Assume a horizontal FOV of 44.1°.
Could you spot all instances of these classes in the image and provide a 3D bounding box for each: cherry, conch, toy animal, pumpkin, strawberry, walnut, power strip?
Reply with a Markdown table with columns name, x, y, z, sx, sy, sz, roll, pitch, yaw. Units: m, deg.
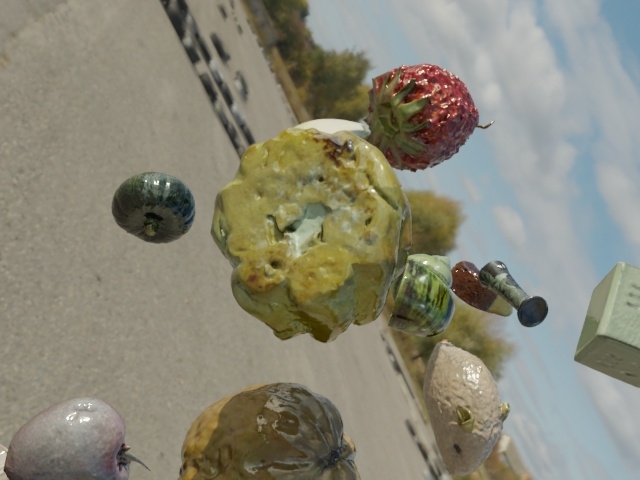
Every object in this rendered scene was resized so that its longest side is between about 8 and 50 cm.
| name | x | y | z | sx | sy | sz | roll | pitch | yaw |
| --- | --- | --- | --- | --- | --- | --- | --- | --- | --- |
| cherry | -0.457 | 0.400 | 1.488 | 0.183 | 0.266 | 0.213 | -139 | -134 | -67 |
| conch | 0.193 | 0.096 | 1.490 | 0.187 | 0.124 | 0.181 | 87 | 8 | -56 |
| toy animal | 0.378 | 0.420 | 2.078 | 0.226 | 0.188 | 0.358 | -51 | -133 | 51 |
| pumpkin | -0.424 | -0.079 | 2.014 | 0.152 | 0.212 | 0.211 | -81 | 151 | -51 |
| strawberry | 0.284 | -0.309 | 1.975 | 0.292 | 0.343 | 0.292 | 19 | -67 | 51 |
| walnut | -0.103 | 0.413 | 1.407 | 0.306 | 0.344 | 0.306 | 24 | 54 | -39 |
| power strip | 0.569 | 0.129 | 1.431 | 0.139 | 0.140 | 0.224 | 97 | 16 | -62 |

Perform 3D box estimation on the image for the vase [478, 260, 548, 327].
| name | x | y | z | sx | sy | sz | roll | pitch | yaw |
| --- | --- | --- | --- | --- | --- | --- | --- | --- | --- |
| vase | 0.339 | 0.092 | 1.398 | 0.059 | 0.059 | 0.167 | 63 | -2 | -25 |

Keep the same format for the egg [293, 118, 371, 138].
| name | x | y | z | sx | sy | sz | roll | pitch | yaw |
| --- | --- | --- | --- | --- | --- | --- | --- | --- | --- |
| egg | -0.016 | -0.143 | 1.613 | 0.162 | 0.206 | 0.271 | 37 | 60 | -46 |

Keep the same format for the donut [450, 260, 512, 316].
| name | x | y | z | sx | sy | sz | roll | pitch | yaw |
| --- | --- | --- | --- | --- | --- | --- | --- | --- | --- |
| donut | 0.464 | 0.135 | 2.188 | 0.217 | 0.085 | 0.141 | 18 | 20 | -18 |

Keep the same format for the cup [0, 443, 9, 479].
| name | x | y | z | sx | sy | sz | roll | pitch | yaw |
| --- | --- | --- | --- | --- | --- | --- | --- | --- | --- |
| cup | -0.711 | 0.529 | 1.539 | 0.208 | 0.273 | 0.288 | 29 | -57 | 27 |

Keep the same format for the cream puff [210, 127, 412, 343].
| name | x | y | z | sx | sy | sz | roll | pitch | yaw |
| --- | --- | --- | --- | --- | --- | --- | --- | --- | --- |
| cream puff | 0.000 | -0.002 | 1.239 | 0.257 | 0.291 | 0.324 | 57 | 9 | -66 |
